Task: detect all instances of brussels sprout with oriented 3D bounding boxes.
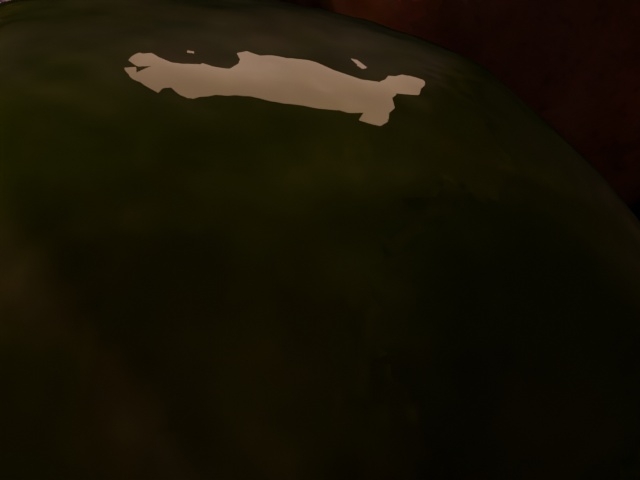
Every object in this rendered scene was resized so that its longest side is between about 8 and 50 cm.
[{"bbox_3d":[-0.064,0.111,0.451,0.281,0.289,0.355,39,132,54],"label":"brussels sprout"}]

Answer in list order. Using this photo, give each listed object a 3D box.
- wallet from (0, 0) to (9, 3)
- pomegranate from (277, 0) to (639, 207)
[{"bbox_3d":[-0.090,0.023,0.694,0.068,0.335,0.275,-31,-31,-33],"label":"wallet"},{"bbox_3d":[0.047,-0.120,0.715,0.281,0.281,0.281,-53,11,15],"label":"pomegranate"}]
